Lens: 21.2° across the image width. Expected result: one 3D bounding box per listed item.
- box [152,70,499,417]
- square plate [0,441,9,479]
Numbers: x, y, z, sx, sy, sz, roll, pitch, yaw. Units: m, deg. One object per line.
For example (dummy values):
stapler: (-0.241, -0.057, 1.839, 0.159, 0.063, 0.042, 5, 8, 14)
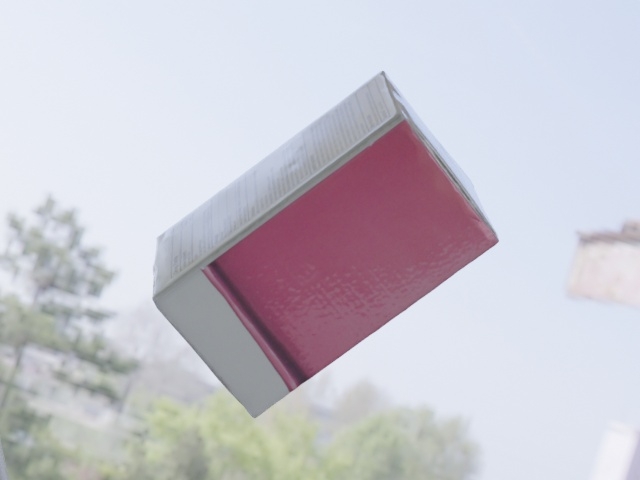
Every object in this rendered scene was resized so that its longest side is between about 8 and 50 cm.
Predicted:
box: (0.000, 0.000, 1.303, 0.127, 0.232, 0.148, 51, 9, -17)
square plate: (-0.314, 0.189, 0.857, 0.344, 0.347, 0.049, -13, 26, -9)
